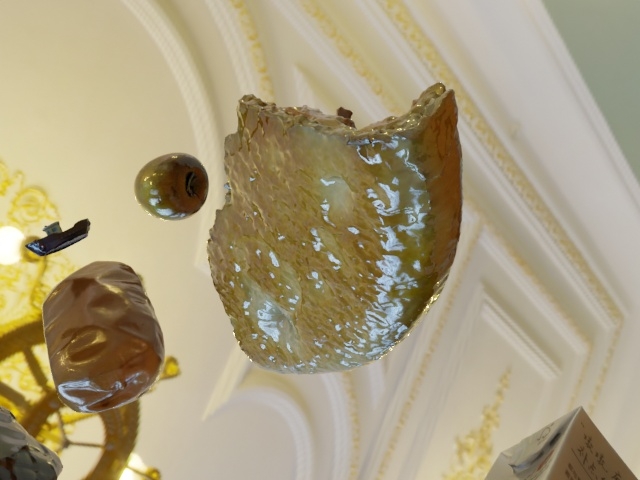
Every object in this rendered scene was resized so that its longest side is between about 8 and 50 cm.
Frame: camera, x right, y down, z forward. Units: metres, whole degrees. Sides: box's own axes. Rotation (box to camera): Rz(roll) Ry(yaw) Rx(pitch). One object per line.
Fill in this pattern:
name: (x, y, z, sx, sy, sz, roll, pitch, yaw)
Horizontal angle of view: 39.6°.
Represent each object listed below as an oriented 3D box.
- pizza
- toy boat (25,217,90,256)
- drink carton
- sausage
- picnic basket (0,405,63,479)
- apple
pizza: (0.000, 0.000, 0.632, 0.074, 0.182, 0.365, -38, -18, -32)
toy boat: (-0.321, -0.007, 1.090, 0.083, 0.038, 0.038, -27, -60, -18)
drink carton: (0.179, 0.242, 0.667, 0.134, 0.102, 0.222, 49, -146, 4)
sausage: (-0.264, 0.109, 1.071, 0.136, 0.241, 0.120, -25, -55, -12)
picnic basket: (-0.455, 0.426, 1.149, 0.293, 0.338, 0.337, -79, -7, -81)
apple: (-0.232, -0.086, 1.372, 0.099, 0.102, 0.114, 57, -134, -37)
